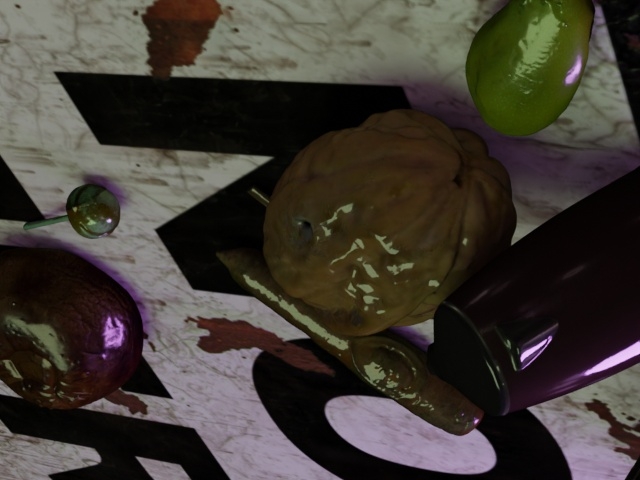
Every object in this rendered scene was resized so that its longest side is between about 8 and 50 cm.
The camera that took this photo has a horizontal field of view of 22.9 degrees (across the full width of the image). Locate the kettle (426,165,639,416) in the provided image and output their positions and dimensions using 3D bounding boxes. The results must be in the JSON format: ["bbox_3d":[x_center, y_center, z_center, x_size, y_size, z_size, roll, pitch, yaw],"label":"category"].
[{"bbox_3d":[0.199,0.048,1.313,0.144,0.232,0.202,65,166,-6],"label":"kettle"}]

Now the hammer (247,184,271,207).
[{"bbox_3d":[0.000,0.000,1.608,0.182,0.017,0.062,38,146,-18],"label":"hammer"}]

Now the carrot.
[{"bbox_3d":[0.032,0.104,1.695,0.342,0.070,0.070,34,148,-10],"label":"carrot"}]

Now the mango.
[{"bbox_3d":[0.160,-0.142,1.226,0.091,0.074,0.165,23,148,8],"label":"mango"}]

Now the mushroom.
[{"bbox_3d":[-0.317,0.112,1.884,0.194,0.138,0.231,-15,130,47],"label":"mushroom"}]

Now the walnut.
[{"bbox_3d":[0.056,-0.016,1.387,0.198,0.198,0.245,37,147,-18],"label":"walnut"}]

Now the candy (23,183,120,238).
[{"bbox_3d":[-0.285,-0.026,1.755,0.061,0.061,0.202,42,153,-25],"label":"candy"}]

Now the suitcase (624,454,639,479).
[{"bbox_3d":[0.445,0.342,1.555,0.434,0.283,0.194,47,161,-31],"label":"suitcase"}]
